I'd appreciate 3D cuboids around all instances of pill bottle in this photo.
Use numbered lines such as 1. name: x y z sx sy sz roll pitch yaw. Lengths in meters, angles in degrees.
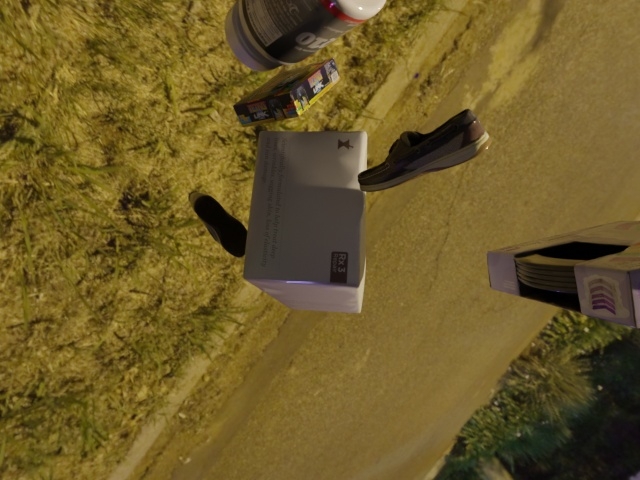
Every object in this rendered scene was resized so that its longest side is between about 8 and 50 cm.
1. pill bottle: -0.038 -0.404 0.720 0.161 0.283 0.161 3 86 -39

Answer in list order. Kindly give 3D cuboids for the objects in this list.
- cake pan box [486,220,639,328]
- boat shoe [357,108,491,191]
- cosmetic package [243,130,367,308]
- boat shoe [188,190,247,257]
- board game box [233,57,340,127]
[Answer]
1. cake pan box: 0.392 0.030 0.545 0.266 0.246 0.070 -12 94 -9
2. boat shoe: 0.100 -0.095 0.449 0.049 0.152 0.056 60 39 -16
3. cosmetic package: 0.000 0.000 0.712 0.385 0.156 0.217 68 25 -72
4. boat shoe: -0.182 -0.029 0.766 0.056 0.048 0.153 -47 131 -10
5. board game box: -0.062 -0.284 0.803 0.170 0.141 0.048 -54 133 -40
